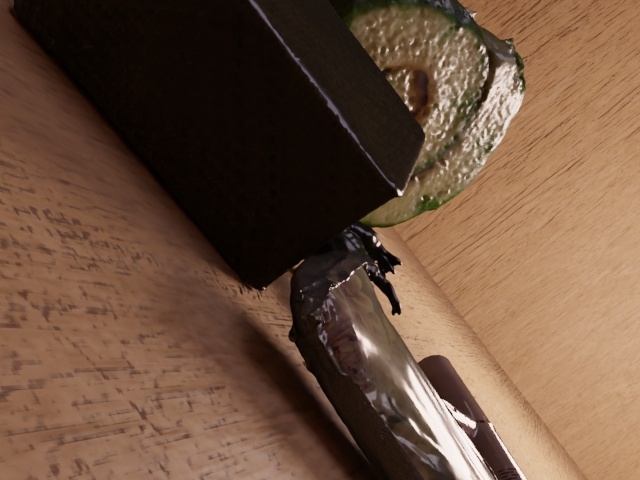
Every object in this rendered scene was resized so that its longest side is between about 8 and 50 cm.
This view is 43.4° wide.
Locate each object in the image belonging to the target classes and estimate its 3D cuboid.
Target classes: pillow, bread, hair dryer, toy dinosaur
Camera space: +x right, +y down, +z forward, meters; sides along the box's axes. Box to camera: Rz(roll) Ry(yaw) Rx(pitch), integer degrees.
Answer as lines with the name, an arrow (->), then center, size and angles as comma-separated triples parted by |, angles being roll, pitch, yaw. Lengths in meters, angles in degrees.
pillow -> 0.053, 0.123, 0.539 | 0.255, 0.059, 0.169 | 58, 14, -1
bread -> 0.094, -0.185, 1.042 | 0.129, 0.381, 0.366 | 54, -19, 42
hair dryer -> 0.091, 0.149, 0.750 | 0.220, 0.053, 0.195 | 38, 13, -33
toy dinosaur -> 0.000, 0.000, 0.724 | 0.179, 0.087, 0.187 | 48, 7, -32

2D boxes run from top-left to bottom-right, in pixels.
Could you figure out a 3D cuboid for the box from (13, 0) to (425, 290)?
box -> -0.059, -0.128, 0.613 | 0.273, 0.143, 0.184 | 52, 23, -11
